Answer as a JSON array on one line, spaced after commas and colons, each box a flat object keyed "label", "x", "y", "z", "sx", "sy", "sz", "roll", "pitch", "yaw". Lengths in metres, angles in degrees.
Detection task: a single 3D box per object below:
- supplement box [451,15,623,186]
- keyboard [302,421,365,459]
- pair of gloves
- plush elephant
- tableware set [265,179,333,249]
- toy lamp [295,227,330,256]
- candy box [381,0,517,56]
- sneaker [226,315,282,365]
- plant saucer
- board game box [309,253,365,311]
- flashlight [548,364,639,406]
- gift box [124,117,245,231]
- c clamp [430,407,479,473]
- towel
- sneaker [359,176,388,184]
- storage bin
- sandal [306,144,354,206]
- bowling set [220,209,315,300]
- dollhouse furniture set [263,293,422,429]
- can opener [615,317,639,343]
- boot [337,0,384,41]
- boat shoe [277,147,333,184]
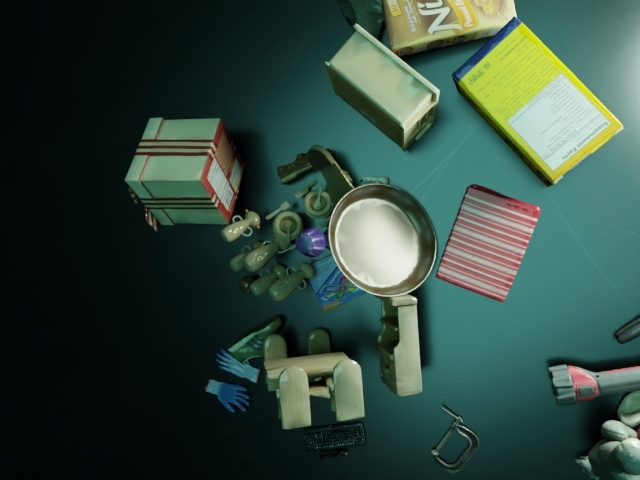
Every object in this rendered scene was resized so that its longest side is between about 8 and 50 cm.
[{"label": "supplement box", "x": 0.516, "y": -0.326, "z": 1.399, "sx": 0.194, "sy": 0.195, "sz": 0.356, "roll": -42, "pitch": 81, "yaw": 16}, {"label": "keyboard", "x": 0.040, "y": 0.596, "z": 1.692, "sx": 0.192, "sy": 0.038, "sz": 0.100, "roll": -14, "pitch": 90, "yaw": 18}, {"label": "pair of gloves", "x": -0.272, "y": 0.431, "z": 1.784, "sx": 0.159, "sy": 0.023, "sz": 0.198, "roll": 23, "pitch": 101, "yaw": 14}, {"label": "plush elephant", "x": 0.791, "y": 0.506, "z": 1.354, "sx": 0.256, "sy": 0.330, "sz": 0.271, "roll": -32, "pitch": 85, "yaw": -7}, {"label": "tableware set", "x": -0.048, "y": -0.075, "z": 1.632, "sx": 0.194, "sy": 0.039, "sz": 0.128, "roll": -37, "pitch": 82, "yaw": -9}, {"label": "toy lamp", "x": 0.000, "y": 0.000, "z": 1.538, "sx": 0.080, "sy": 0.275, "sz": 0.080, "roll": 1, "pitch": 95, "yaw": 17}, {"label": "candy box", "x": 0.322, "y": -0.600, "z": 1.469, "sx": 0.317, "sy": 0.087, "sz": 0.182, "roll": -11, "pitch": 90, "yaw": 6}, {"label": "sneaker", "x": -0.182, "y": 0.307, "z": 1.731, "sx": 0.192, "sy": 0.064, "sz": 0.086, "roll": -32, "pitch": 101, "yaw": 8}, {"label": "plant saucer", "x": 0.160, "y": 0.001, "z": 1.532, "sx": 0.311, "sy": 0.050, "sz": 0.310, "roll": 6, "pitch": 73, "yaw": -19}, {"label": "board game box", "x": 0.104, "y": 0.083, "z": 1.642, "sx": 0.282, "sy": 0.027, "sz": 0.145, "roll": -26, "pitch": 84, "yaw": 17}, {"label": "flashlight", "x": 0.736, "y": 0.343, "z": 1.433, "sx": 0.304, "sy": 0.103, "sz": 0.103, "roll": -14, "pitch": 56, "yaw": 13}, {"label": "gift box", "x": -0.386, "y": -0.174, "z": 1.641, "sx": 0.258, "sy": 0.276, "sz": 0.255, "roll": 3, "pitch": 55, "yaw": 14}, {"label": "c clamp", "x": 0.363, "y": 0.563, "z": 1.600, "sx": 0.137, "sy": 0.022, "sz": 0.160, "roll": 28, "pitch": 100, "yaw": 8}, {"label": "towel", "x": 0.443, "y": 0.006, "z": 1.531, "sx": 0.199, "sy": 0.031, "sz": 0.274, "roll": 21, "pitch": 101, "yaw": 13}, {"label": "sneaker", "x": 0.148, "y": -0.160, "z": 1.609, "sx": 0.083, "sy": 0.032, "sz": 0.036, "roll": 4, "pitch": 95, "yaw": 17}, {"label": "storage bin", "x": 0.160, "y": -0.375, "z": 1.475, "sx": 0.262, "sy": 0.260, "sz": 0.123, "roll": 42, "pitch": 92, "yaw": 10}, {"label": "sandal", "x": 0.053, "y": -0.180, "z": 1.611, "sx": 0.088, "sy": 0.079, "sz": 0.240, "roll": -15, "pitch": 121, "yaw": 37}, {"label": "bowling set", "x": -0.172, "y": 0.061, "z": 1.686, "sx": 0.287, "sy": 0.154, "sz": 0.200, "roll": 51, "pitch": 149, "yaw": 5}, {"label": "dollhouse furniture set", "x": 0.048, "y": 0.283, "z": 1.514, "sx": 0.395, "sy": 0.362, "sz": 0.256, "roll": -5, "pitch": 94, "yaw": -10}, {"label": "can opener", "x": 0.815, "y": 0.199, "z": 1.413, "sx": 0.186, "sy": 0.059, "sz": 0.073, "roll": -36, "pitch": 84, "yaw": 16}, {"label": "boot", "x": 0.161, "y": -0.601, "z": 1.553, "sx": 0.161, "sy": 0.083, "sz": 0.246, "roll": -27, "pitch": 87, "yaw": 11}, {"label": "boat shoe", "x": -0.048, "y": -0.223, "z": 1.648, "sx": 0.178, "sy": 0.064, "sz": 0.060, "roll": -26, "pitch": 88, "yaw": 20}]
